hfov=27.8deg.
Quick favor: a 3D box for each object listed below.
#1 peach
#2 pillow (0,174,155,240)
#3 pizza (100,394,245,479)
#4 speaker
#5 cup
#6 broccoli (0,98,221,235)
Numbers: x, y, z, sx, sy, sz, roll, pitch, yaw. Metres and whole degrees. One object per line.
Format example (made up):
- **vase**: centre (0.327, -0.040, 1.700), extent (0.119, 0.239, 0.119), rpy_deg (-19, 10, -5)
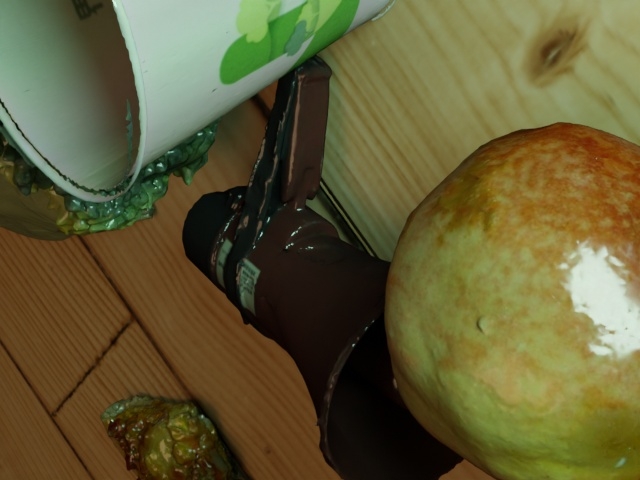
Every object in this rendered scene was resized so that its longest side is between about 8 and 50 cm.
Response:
- **peach**: centre (0.169, 0.053, 0.813), extent (0.256, 0.232, 0.232), rpy_deg (19, 132, 33)
- **pillow**: centre (-0.365, -0.064, 1.452), extent (0.274, 0.076, 0.280), rpy_deg (28, 161, -29)
- **pizza**: centre (-0.176, 0.279, 1.596), extent (0.289, 0.081, 0.229), rpy_deg (46, 146, 21)
- **speaker**: centre (-0.011, 0.016, 1.067), extent (0.329, 0.198, 0.259), rpy_deg (40, 158, 41)
- **cup**: centre (-0.101, -0.192, 0.914), extent (0.253, 0.274, 0.253), rpy_deg (34, 139, 35)
- **broccoli**: centre (-0.248, -0.170, 1.159), extent (0.280, 0.293, 0.347), rpy_deg (4, 158, 47)
